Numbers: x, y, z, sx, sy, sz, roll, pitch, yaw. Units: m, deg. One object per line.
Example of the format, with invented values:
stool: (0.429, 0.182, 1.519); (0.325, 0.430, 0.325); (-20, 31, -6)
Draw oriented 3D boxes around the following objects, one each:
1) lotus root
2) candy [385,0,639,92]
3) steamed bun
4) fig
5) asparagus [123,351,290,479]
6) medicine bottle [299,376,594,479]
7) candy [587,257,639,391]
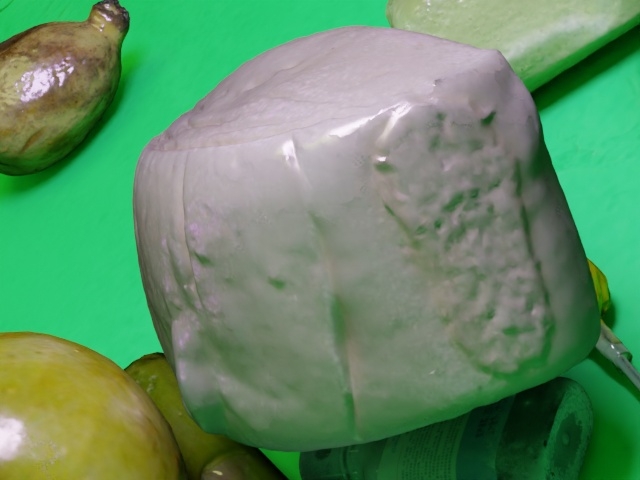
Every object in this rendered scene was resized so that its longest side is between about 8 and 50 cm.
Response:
lotus root: (-0.265, -0.148, 1.907); (0.214, 0.138, 0.138); (-38, 33, 6)
candy: (0.211, -0.218, 1.480); (0.343, 0.132, 0.142); (-31, -8, 15)
steamed bun: (-0.005, 0.001, 1.243); (0.236, 0.247, 0.383); (-21, 11, -14)
fig: (-0.218, 0.182, 1.373); (0.258, 0.258, 0.326); (-42, 16, 2)
asparagus: (-0.077, 0.155, 1.412); (0.277, 0.067, 0.060); (39, 118, 58)
medicine bottle: (0.076, 0.137, 1.270); (0.208, 0.054, 0.090); (-13, 41, 41)
candy: (0.185, 0.072, 1.243); (0.058, 0.062, 0.194); (-5, 35, -23)
